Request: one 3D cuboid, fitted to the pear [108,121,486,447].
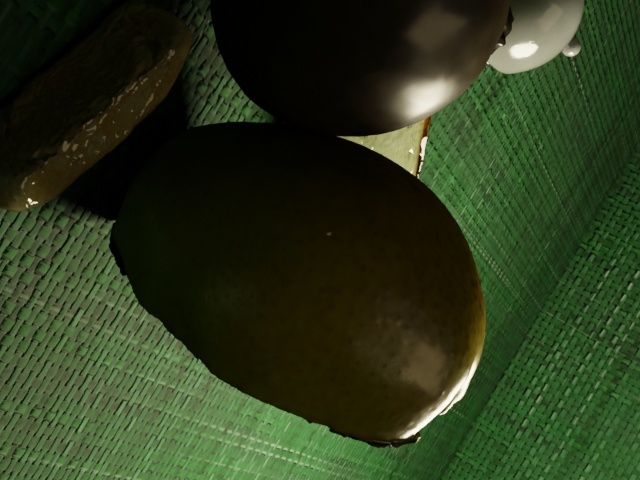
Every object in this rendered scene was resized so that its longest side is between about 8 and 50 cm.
[{"bbox_3d":[0.000,0.000,1.313,0.340,0.386,0.191,-28,149,-59],"label":"pear"}]

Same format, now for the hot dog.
[{"bbox_3d":[-0.205,-0.108,1.154,0.242,0.084,0.073,-48,159,-28],"label":"hot dog"}]

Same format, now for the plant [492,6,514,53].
[{"bbox_3d":[0.117,-0.278,1.530,0.203,0.131,0.142,41,39,-37],"label":"plant"}]

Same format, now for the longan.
[{"bbox_3d":[0.034,-0.235,1.271,0.297,0.297,0.297,-47,155,-30],"label":"longan"}]

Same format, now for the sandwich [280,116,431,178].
[{"bbox_3d":[0.042,-0.106,1.675,0.271,0.099,0.301,-43,150,-47],"label":"sandwich"}]

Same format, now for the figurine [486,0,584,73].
[{"bbox_3d":[0.231,-0.336,1.716,0.281,0.167,0.370,-62,150,-8],"label":"figurine"}]
